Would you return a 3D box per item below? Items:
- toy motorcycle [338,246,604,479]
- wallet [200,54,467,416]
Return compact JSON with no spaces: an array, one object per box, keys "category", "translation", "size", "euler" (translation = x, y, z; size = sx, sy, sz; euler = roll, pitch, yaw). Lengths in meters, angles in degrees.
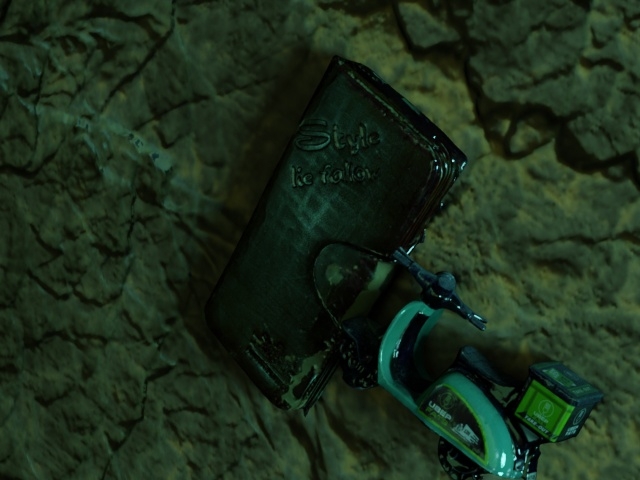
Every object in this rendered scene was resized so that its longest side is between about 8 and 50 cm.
[{"category":"toy motorcycle","translation":[0.084,0.084,1.120],"size":[0.173,0.058,0.100],"euler":[37,110,28]},{"category":"wallet","translation":[0.000,0.000,1.193],"size":[0.122,0.031,0.232],"euler":[45,120,28]}]
